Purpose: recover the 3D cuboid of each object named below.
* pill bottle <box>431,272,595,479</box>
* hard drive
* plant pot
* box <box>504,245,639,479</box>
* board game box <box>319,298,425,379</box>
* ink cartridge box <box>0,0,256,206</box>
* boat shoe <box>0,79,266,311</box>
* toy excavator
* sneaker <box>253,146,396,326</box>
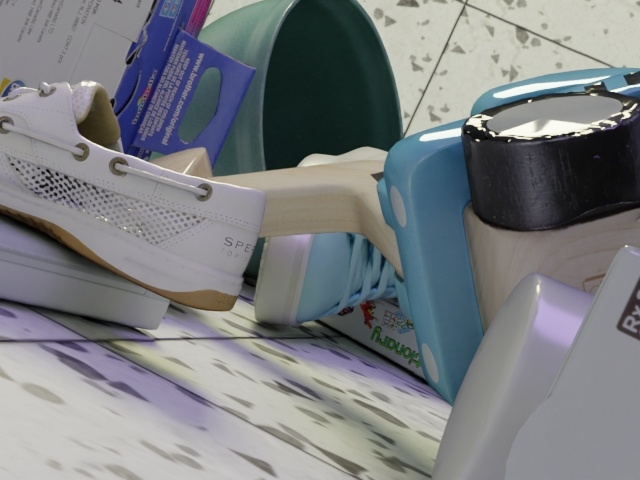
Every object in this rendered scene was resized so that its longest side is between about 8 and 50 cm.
[{"bbox_3d":[0.211,0.136,0.904,0.283,0.161,0.161,24,4,-3],"label":"pill bottle"},{"bbox_3d":[-0.253,-0.020,1.038,0.203,0.040,0.307,27,4,32],"label":"hard drive"},{"bbox_3d":[-0.068,-0.093,1.695,0.196,0.293,0.293,-2,-10,29],"label":"plant pot"},{"bbox_3d":[0.173,0.122,0.697,0.182,0.181,0.119,27,5,25],"label":"box"},{"bbox_3d":[0.147,0.109,1.659,0.193,0.053,0.305,27,5,38],"label":"board game box"},{"bbox_3d":[-0.259,-0.184,1.486,0.395,0.270,0.151,26,9,13],"label":"ink cartridge box"},{"bbox_3d":[-0.157,-0.054,1.058,0.277,0.096,0.098,26,4,12],"label":"boat shoe"},{"bbox_3d":[0.102,-0.011,1.171,0.433,0.222,0.445,-17,17,-12],"label":"toy excavator"},{"bbox_3d":[0.060,-0.005,1.501,0.150,0.135,0.366,14,20,16],"label":"sneaker"}]
